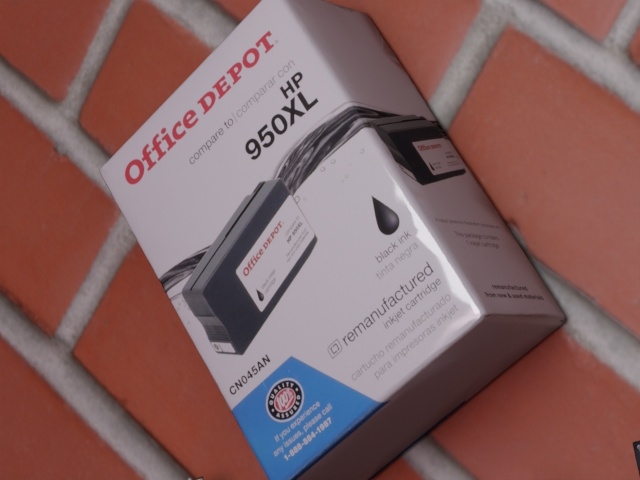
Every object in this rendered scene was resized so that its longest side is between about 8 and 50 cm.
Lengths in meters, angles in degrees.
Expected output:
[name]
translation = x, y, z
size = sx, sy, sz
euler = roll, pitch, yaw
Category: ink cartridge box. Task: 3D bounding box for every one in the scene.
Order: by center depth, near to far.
[ink cartridge box]
translation = 0.000, 0.000, 1.777
size = 0.285, 0.166, 0.395
euler = -43, 64, 25

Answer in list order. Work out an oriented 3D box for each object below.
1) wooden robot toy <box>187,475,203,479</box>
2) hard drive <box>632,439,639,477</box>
[wooden robot toy]
translation = -0.086, 0.321, 1.894
size = 0.079, 0.076, 0.173
euler = -20, 73, -4
[hard drive]
translation = 0.334, 0.233, 1.617
size = 0.094, 0.022, 0.135
euler = -18, 77, 33
